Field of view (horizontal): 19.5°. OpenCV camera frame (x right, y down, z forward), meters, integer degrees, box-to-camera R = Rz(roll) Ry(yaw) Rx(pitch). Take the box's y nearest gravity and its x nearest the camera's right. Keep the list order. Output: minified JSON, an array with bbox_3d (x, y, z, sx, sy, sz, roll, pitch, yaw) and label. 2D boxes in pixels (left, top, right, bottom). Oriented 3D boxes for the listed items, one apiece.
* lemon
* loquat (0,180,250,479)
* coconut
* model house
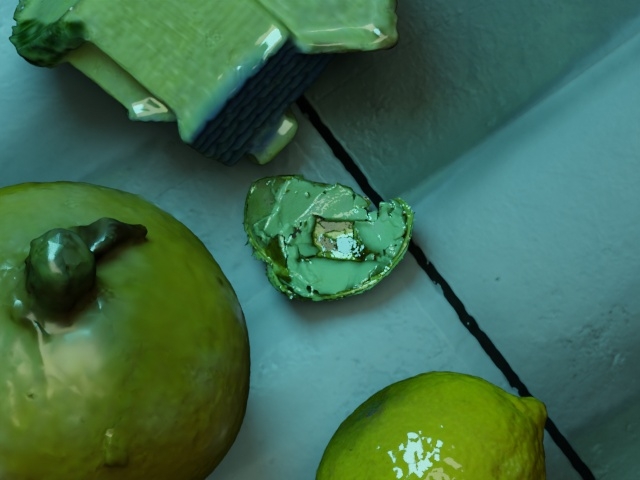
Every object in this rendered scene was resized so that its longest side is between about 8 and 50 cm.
[{"bbox_3d":[0.096,0.219,1.649,0.256,0.188,0.188,-39,84,-10],"label":"lemon"},{"bbox_3d":[-0.217,0.093,1.578,0.328,0.359,0.328,4,62,-7],"label":"loquat"},{"bbox_3d":[-0.001,-0.002,1.751,0.158,0.055,0.133,25,81,4],"label":"coconut"},{"bbox_3d":[-0.088,-0.233,1.727,0.266,0.261,0.321,40,97,-20],"label":"model house"}]
